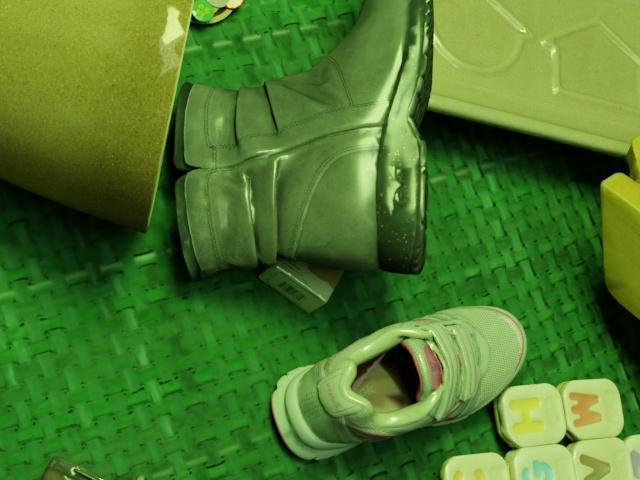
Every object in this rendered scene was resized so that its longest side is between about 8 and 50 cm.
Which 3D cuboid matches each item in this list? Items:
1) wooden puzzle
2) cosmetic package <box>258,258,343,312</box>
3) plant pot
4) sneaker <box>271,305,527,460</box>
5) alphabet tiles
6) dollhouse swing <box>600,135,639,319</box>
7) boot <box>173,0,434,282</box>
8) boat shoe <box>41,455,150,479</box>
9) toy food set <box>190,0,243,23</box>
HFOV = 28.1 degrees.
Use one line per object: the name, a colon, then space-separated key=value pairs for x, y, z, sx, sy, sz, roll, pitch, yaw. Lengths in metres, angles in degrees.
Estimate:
wooden puzzle: x=0.205 y=-0.245 z=1.304 sx=0.322 sy=0.080 sz=0.348 roll=11 pitch=64 yaw=-23
cosmetic package: x=0.000 y=0.000 z=1.138 sx=0.060 sy=0.041 sz=0.115 roll=35 pitch=62 yaw=-12
plant pot: x=-0.233 y=-0.147 z=0.983 sx=0.254 sy=0.237 sz=0.237 roll=12 pitch=68 yaw=-8
sneaker: x=0.089 y=0.117 z=1.103 sx=0.252 sy=0.111 sz=0.103 roll=-20 pitch=83 yaw=-30
alphabet tiles: x=0.239 y=0.270 z=1.173 sx=0.278 sy=0.021 sz=0.284 roll=0 pitch=76 yaw=-28
dollhouse swing: x=0.455 y=0.056 z=1.290 sx=0.346 sy=0.305 sz=0.315 roll=-31 pitch=59 yaw=-31
boot: x=-0.016 y=-0.129 z=1.097 sx=0.222 sy=0.118 sz=0.338 roll=1 pitch=64 yaw=7
boat shoe: x=-0.144 y=0.206 z=0.992 sx=0.152 sy=0.056 sz=0.049 roll=20 pitch=71 yaw=-19
toy food set: x=-0.111 y=-0.237 z=1.173 sx=0.082 sy=0.020 sz=0.083 roll=44 pitch=60 yaw=-7
